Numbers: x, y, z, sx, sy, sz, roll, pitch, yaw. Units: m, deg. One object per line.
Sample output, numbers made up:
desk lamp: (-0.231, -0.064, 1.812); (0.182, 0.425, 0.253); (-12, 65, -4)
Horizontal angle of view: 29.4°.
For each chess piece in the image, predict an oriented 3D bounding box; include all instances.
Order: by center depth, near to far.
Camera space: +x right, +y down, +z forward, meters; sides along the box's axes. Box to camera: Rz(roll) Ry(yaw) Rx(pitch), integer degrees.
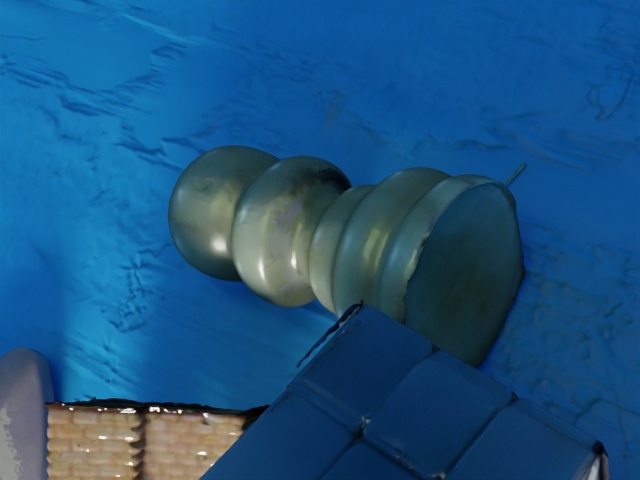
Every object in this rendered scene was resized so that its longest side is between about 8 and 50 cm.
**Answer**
chess piece: (0.000, 0.000, 1.114); (0.330, 0.182, 0.182); (16, 76, 36)

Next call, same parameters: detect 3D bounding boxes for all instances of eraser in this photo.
eraser: (-0.346, 0.220, 1.229); (0.204, 0.059, 0.243); (15, 79, 30)

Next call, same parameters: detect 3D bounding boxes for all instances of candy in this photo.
candy: (0.162, -0.044, 1.135); (0.023, 0.025, 0.083); (42, 79, 5)

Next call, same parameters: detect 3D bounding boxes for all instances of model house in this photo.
model house: (-0.142, 0.229, 1.087); (0.182, 0.166, 0.172); (1, 83, 10)

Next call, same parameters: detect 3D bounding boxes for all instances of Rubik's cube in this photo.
Rubik's cube: (0.061, 0.227, 0.908); (0.224, 0.221, 0.231); (30, 63, 32)
